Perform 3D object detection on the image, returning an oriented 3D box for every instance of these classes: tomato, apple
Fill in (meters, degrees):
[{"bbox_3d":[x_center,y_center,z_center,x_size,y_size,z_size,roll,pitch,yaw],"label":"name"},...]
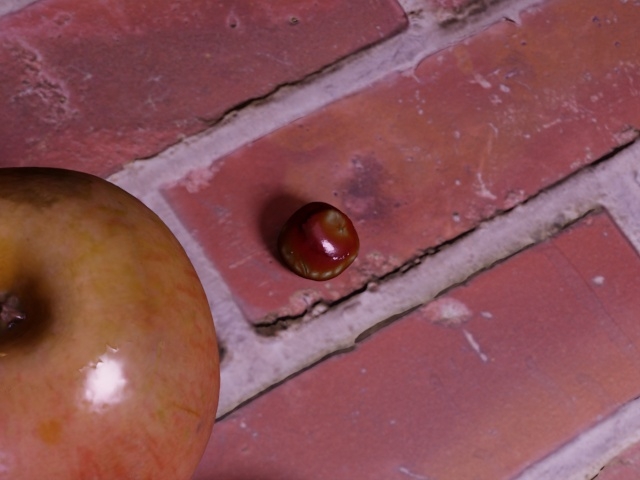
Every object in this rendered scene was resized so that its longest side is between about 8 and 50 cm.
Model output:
[{"bbox_3d":[0.000,0.000,1.719,0.087,0.075,0.087,9,63,-17],"label":"tomato"},{"bbox_3d":[-0.261,0.104,1.447,0.363,0.364,0.364,7,64,-14],"label":"apple"}]
